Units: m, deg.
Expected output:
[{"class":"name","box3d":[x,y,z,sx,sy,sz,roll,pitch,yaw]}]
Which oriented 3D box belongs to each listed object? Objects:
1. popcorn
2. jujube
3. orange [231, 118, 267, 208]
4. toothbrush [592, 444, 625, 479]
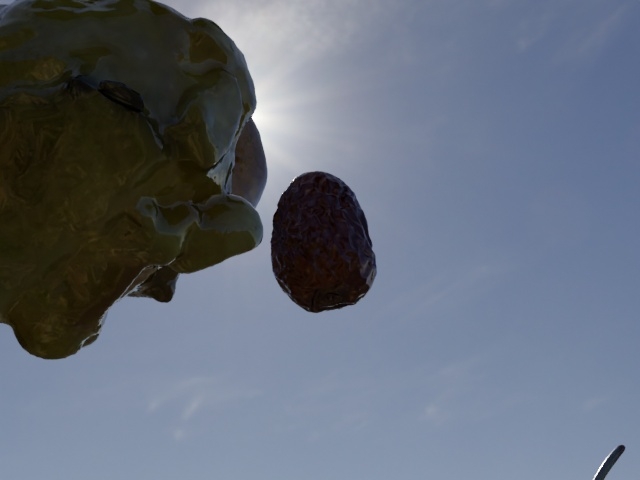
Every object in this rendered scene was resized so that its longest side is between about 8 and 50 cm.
[{"class":"popcorn","box3d":[-0.175,-0.050,0.603,0.286,0.252,0.215,-24,-12,3]},{"class":"jujube","box3d":[0.000,0.000,1.052,0.112,0.176,0.109,21,-50,-30]},{"class":"orange","box3d":[-0.213,-0.106,1.305,0.235,0.279,0.279,-18,-30,39]},{"class":"toothbrush","box3d":[0.230,0.250,0.844,0.019,0.193,0.013,27,-40,34]}]
